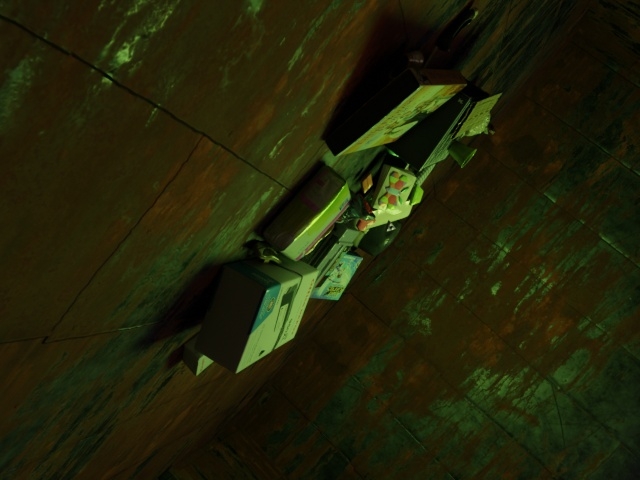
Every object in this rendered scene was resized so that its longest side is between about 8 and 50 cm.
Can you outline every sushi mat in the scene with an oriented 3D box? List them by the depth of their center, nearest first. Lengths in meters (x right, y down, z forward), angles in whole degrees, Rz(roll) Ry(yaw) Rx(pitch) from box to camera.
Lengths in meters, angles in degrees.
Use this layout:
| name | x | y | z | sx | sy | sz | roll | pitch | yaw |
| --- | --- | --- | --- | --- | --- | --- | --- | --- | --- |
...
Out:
| name | x | y | z | sx | sy | sz | roll | pitch | yaw |
| --- | --- | --- | --- | --- | --- | --- | --- | --- | --- |
| sushi mat | 0.546 | -0.439 | 1.713 | 0.316 | 0.019 | 0.151 | -32 | 156 | -51 |

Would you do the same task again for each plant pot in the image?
| name | x | y | z | sx | sy | sz | roll | pitch | yaw |
| --- | --- | --- | --- | --- | --- | --- | --- | --- | --- |
| plant pot | 0.510 | -0.322 | 1.789 | 0.083 | 0.079 | 0.083 | -46 | 166 | -15 |

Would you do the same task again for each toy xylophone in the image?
| name | x | y | z | sx | sy | sz | roll | pitch | yaw |
| --- | --- | --- | --- | --- | --- | --- | --- | --- | --- |
| toy xylophone | 0.263 | -0.151 | 2.001 | 0.322 | 0.081 | 0.236 | -12 | 147 | -23 |

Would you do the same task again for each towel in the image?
| name | x | y | z | sx | sy | sz | roll | pitch | yaw |
| --- | --- | --- | --- | --- | --- | --- | --- | --- | --- |
| towel | 0.395 | -0.263 | 2.270 | 0.235 | 0.121 | 0.284 | -51 | 174 | -20 |

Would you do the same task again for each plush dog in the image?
| name | x | y | z | sx | sy | sz | roll | pitch | yaw |
| --- | --- | --- | --- | --- | --- | --- | --- | --- | --- |
| plush dog | 0.651 | -0.532 | 2.236 | 0.225 | 0.211 | 0.262 | -24 | 165 | -1 |

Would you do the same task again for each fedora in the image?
| name | x | y | z | sx | sy | sz | roll | pitch | yaw |
| --- | --- | --- | --- | --- | --- | --- | --- | --- | --- |
| fedora | 0.304 | -0.038 | 2.539 | 0.334 | 0.152 | 0.334 | -44 | 166 | -14 |

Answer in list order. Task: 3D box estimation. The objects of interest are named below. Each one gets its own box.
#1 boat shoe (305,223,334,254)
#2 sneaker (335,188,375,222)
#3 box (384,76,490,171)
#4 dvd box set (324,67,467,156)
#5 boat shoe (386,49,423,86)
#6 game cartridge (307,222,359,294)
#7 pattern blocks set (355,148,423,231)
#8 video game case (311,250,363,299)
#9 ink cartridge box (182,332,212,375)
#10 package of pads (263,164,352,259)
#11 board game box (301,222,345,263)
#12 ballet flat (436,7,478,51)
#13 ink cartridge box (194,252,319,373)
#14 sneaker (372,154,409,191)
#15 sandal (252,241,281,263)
| name | x | y | z | sx | sy | sz | roll | pitch | yaw |
| --- | --- | --- | --- | --- | --- | --- | --- | --- | --- |
| boat shoe | -0.042 | -0.010 | 1.745 | 0.207 | 0.073 | 0.073 | -36 | -158 | -21 |
| sneaker | 0.104 | -0.096 | 1.717 | 0.125 | 0.104 | 0.262 | -39 | -163 | -1 |
| box | 0.411 | -0.431 | 1.736 | 0.294 | 0.182 | 0.296 | -29 | 156 | -56 |
| dvd box set | 0.231 | -0.374 | 1.417 | 0.307 | 0.062 | 0.420 | -35 | 176 | 34 |
| boat shoe | 0.215 | -0.456 | 1.353 | 0.059 | 0.063 | 0.170 | -11 | 156 | -29 |
| game cartridge | 0.016 | 0.089 | 1.941 | 0.355 | 0.068 | 0.230 | -53 | 161 | 9 |
| pattern blocks set | 0.274 | -0.188 | 1.864 | 0.285 | 0.026 | 0.325 | -1 | 111 | -27 |
| video game case | 0.045 | 0.152 | 2.222 | 0.269 | 0.061 | 0.244 | 13 | 113 | -51 |
| ink cartridge box | -0.379 | 0.359 | 1.704 | 0.190 | 0.082 | 0.140 | -36 | 161 | -37 |
| package of pads | -0.032 | -0.077 | 1.531 | 0.296 | 0.101 | 0.229 | -48 | 167 | -2 |
| board game box | 0.000 | 0.000 | 1.919 | 0.194 | 0.060 | 0.194 | -51 | 166 | 13 |
| ballet flat | 0.420 | -0.636 | 1.486 | 0.173 | 0.049 | 0.057 | -47 | 167 | -5 |
| ink cartridge box | -0.188 | 0.211 | 1.580 | 0.395 | 0.166 | 0.286 | -13 | 126 | -67 |
| sneaker | 0.316 | -0.303 | 1.995 | 0.145 | 0.090 | 0.270 | -39 | 167 | -36 |
| sandal | -0.173 | 0.043 | 1.512 | 0.049 | 0.072 | 0.180 | -34 | 167 | 10 |
